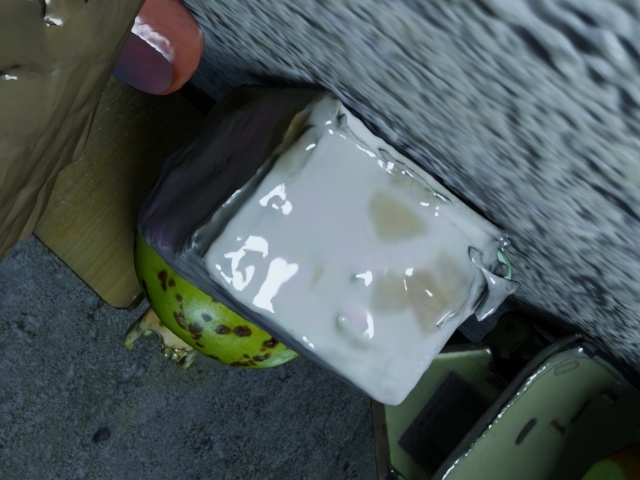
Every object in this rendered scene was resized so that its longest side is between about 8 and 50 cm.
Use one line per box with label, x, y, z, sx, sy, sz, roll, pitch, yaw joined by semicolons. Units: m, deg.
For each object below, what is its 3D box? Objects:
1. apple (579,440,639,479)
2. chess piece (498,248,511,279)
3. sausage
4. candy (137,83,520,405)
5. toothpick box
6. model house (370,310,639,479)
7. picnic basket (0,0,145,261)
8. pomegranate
apple;0.288;0.328;0.703;0.384;0.374;0.374;34;177;46
chess piece;0.116;0.025;0.766;0.042;0.042;0.093;34;-177;15
sausage;-0.109;-0.126;0.627;0.094;0.059;0.054;36;-140;-27
candy;0.000;0.000;0.686;0.184;0.137;0.195;36;174;-26
toothpick box;-0.171;-0.057;1.126;0.187;0.190;0.308;40;-178;5
model house;0.128;0.130;0.974;0.218;0.205;0.278;38;-178;-41
picnic basket;-0.252;-0.093;0.500;0.291;0.254;0.321;36;154;-14
pomegranate;-0.062;0.023;0.905;0.198;0.198;0.246;34;138;13
